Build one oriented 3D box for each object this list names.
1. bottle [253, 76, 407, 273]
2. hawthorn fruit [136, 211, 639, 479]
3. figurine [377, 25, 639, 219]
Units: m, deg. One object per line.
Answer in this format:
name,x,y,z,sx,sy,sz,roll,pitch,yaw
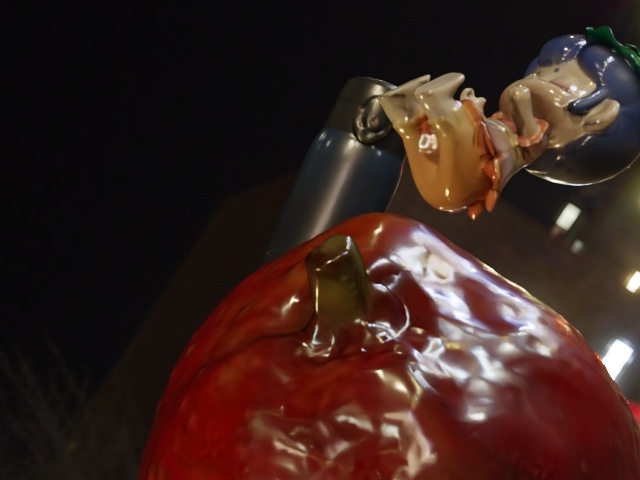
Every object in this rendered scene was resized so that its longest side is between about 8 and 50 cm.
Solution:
bottle,0.000,0.000,1.216,0.082,0.072,0.244,96,-162,-84
hawthorn fruit,0.031,0.117,0.789,0.265,0.265,0.307,-45,-42,-41
figurine,0.135,-0.073,1.057,0.195,0.102,0.111,-20,13,-26
